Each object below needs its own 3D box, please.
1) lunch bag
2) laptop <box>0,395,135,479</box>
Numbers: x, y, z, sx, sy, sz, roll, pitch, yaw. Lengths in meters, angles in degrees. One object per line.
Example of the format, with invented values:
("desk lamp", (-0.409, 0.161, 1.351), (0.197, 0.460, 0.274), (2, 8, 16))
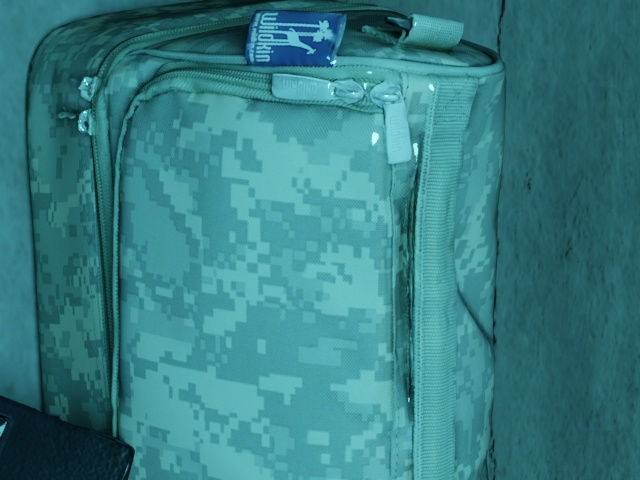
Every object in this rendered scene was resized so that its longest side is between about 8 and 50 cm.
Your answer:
("lunch bag", (-0.011, 0.022, 0.960), (0.212, 0.256, 0.305), (-9, 107, -33))
("laptop", (-0.254, 0.148, 0.831), (0.136, 0.264, 0.234), (79, 32, -77))
